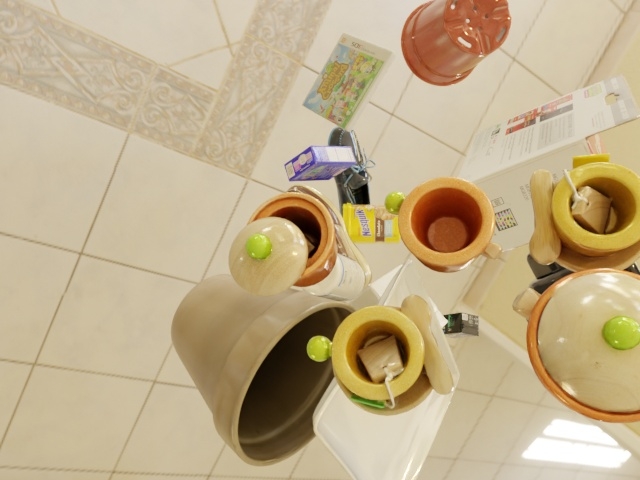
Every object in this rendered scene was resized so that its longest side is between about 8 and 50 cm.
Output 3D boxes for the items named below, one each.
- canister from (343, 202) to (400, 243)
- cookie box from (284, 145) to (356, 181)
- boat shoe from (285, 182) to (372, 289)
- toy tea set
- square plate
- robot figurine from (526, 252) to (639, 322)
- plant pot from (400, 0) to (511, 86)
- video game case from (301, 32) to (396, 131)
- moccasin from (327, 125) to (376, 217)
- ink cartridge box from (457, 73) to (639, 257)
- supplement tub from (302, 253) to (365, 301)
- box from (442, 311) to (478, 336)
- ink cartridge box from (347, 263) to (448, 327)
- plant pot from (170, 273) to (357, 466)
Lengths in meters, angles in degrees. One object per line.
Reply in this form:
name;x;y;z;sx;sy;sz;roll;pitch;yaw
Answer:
canister;0.154;-0.049;1.711;0.170;0.073;0.126;0;75;6
cookie box;0.000;-0.150;1.115;0.107;0.092;0.040;-6;76;-42
boat shoe;0.000;0.000;1.500;0.123;0.342;0.123;-36;173;35
toy tea set;0.091;0.028;0.405;0.336;0.199;0.124;-5;161;12
square plate;0.125;0.268;0.993;0.347;0.049;0.344;-54;132;-33
robot figurine;0.513;0.121;1.082;0.209;0.278;0.174;-32;169;26
plant pot;0.410;-0.621;1.684;0.273;0.265;0.272;-1;94;-11
video game case;0.064;-0.395;1.405;0.023;0.193;0.212;21;103;-47
moccasin;0.117;-0.198;1.786;0.138;0.117;0.342;-34;125;-27
ink cartridge box;0.384;-0.132;0.928;0.272;0.309;0.130;-22;106;31
supplement tub;0.017;0.053;0.845;0.071;0.071;0.107;-54;154;5
box;0.340;0.211;1.407;0.062;0.083;0.052;15;70;-28
ink cartridge box;0.122;0.198;1.256;0.233;0.168;0.171;-43;170;34
plant pot;-0.125;0.202;1.070;0.323;0.280;0.323;-30;134;-37
